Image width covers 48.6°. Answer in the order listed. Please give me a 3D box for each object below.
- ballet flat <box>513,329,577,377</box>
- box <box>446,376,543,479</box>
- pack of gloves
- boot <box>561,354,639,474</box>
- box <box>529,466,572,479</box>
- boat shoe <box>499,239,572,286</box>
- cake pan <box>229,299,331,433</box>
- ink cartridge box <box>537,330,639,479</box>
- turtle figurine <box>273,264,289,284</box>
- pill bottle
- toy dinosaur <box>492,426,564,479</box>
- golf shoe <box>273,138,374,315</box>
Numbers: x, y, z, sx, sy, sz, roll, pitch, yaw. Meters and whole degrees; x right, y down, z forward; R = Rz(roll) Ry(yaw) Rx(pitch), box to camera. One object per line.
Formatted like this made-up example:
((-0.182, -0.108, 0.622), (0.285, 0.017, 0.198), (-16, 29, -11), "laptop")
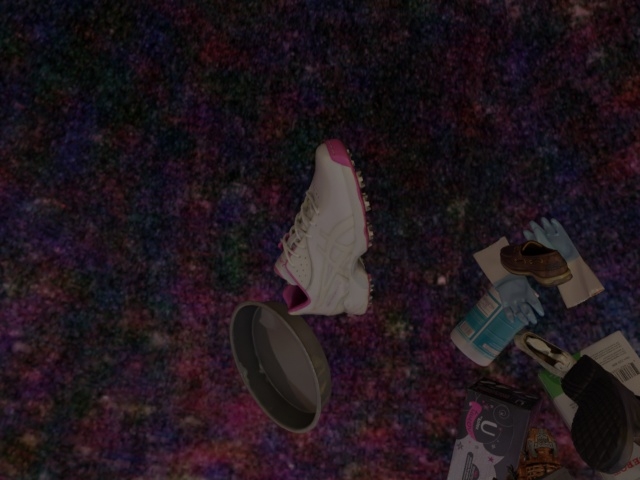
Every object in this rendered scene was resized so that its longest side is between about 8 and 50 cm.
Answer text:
((0.492, 0.248, 1.520), (0.168, 0.057, 0.052), (28, 167, -1), "ballet flat")
((0.423, 0.485, 1.726), (0.163, 0.247, 0.142), (15, -171, 27), "box")
((0.442, 0.055, 1.480), (0.195, 0.232, 0.046), (-31, 136, 12), "pack of gloves")
((0.572, 0.344, 1.277), (0.223, 0.338, 0.118), (35, 113, 1), "boot")
((0.350, 0.490, 1.239), (0.114, 0.103, 0.203), (-6, 152, -44), "box")
((0.361, 0.027, 1.203), (0.064, 0.178, 0.060), (-22, 105, -10), "boat shoe")
((-0.081, 0.251, 1.452), (0.054, 0.293, 0.293), (-23, 155, -36), "cake pan")
((0.654, 0.383, 1.575), (0.211, 0.289, 0.121), (-29, 153, 5), "ink cartridge box")
((-0.046, 0.012, 1.863), (0.087, 0.217, 0.269), (36, 106, 9), "turtle figurine")
((0.516, 0.229, 2.072), (0.146, 0.146, 0.264), (33, 104, -28), "pill bottle")
((0.412, 0.526, 1.360), (0.164, 0.322, 0.218), (19, 172, 5), "toy dinosaur")
((0.000, 0.000, 1.013), (0.140, 0.115, 0.306), (-11, 128, -8), "golf shoe")
